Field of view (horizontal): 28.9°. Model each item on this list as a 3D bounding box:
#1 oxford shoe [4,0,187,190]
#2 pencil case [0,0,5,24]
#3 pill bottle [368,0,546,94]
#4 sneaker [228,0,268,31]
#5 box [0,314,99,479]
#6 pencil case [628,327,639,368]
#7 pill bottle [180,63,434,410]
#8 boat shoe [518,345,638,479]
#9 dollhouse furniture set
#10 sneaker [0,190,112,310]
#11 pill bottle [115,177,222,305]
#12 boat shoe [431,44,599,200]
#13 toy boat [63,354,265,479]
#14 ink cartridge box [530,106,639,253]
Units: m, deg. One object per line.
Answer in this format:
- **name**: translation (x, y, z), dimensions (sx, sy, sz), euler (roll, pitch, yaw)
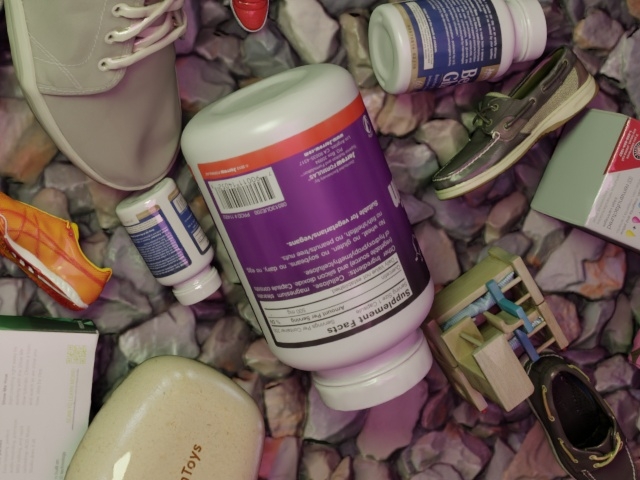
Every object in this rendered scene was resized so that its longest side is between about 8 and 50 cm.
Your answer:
- **oxford shoe**: translation (-0.181, -0.212, 1.074), dimensions (0.169, 0.130, 0.449), euler (-48, 147, -36)
- **pencil case**: translation (-0.342, -0.224, 1.092), dimensions (0.183, 0.160, 0.410), euler (16, 96, -43)
- **pill bottle**: translation (0.143, -0.209, 1.286), dimensions (0.169, 0.094, 0.094), euler (-12, 104, -15)
- **sneaker**: translation (-0.065, -0.264, 1.222), dimensions (0.042, 0.067, 0.118), euler (-6, 102, -17)
- **box**: translation (-0.389, 0.186, 1.212), dimensions (0.322, 0.058, 0.232), euler (4, 99, -20)
- **pencil case**: translation (0.441, 0.070, 1.444), dimensions (0.098, 0.095, 0.209), euler (23, 95, -36)
- **pill bottle**: translation (0.000, 0.000, 1.235), dimensions (0.181, 0.181, 0.323), euler (-26, 108, -12)
- **boat shoe**: translation (0.306, 0.223, 1.438), dimensions (0.081, 0.069, 0.228), euler (-40, 110, -7)
- **dollhouse furniture set**: translation (0.204, 0.110, 1.321), dimensions (0.129, 0.184, 0.129), euler (-36, 109, -9)
- **sneaker**: translation (-0.280, -0.006, 1.216), dimensions (0.175, 0.064, 0.067), euler (47, 64, -25)
- **pill bottle**: translation (-0.149, 0.003, 1.247), dimensions (0.067, 0.067, 0.120), euler (-32, 108, -10)
- **boat shoe**: translation (0.198, -0.128, 1.333), dimensions (0.223, 0.080, 0.073), euler (-37, 104, -14)
- **toy boat**: translation (-0.120, 0.286, 1.272), dimensions (0.318, 0.148, 0.267), euler (37, 65, -20)
- **ink cartridge box**: translation (0.352, -0.053, 1.368), dimensions (0.176, 0.127, 0.128), euler (21, 93, -21)
